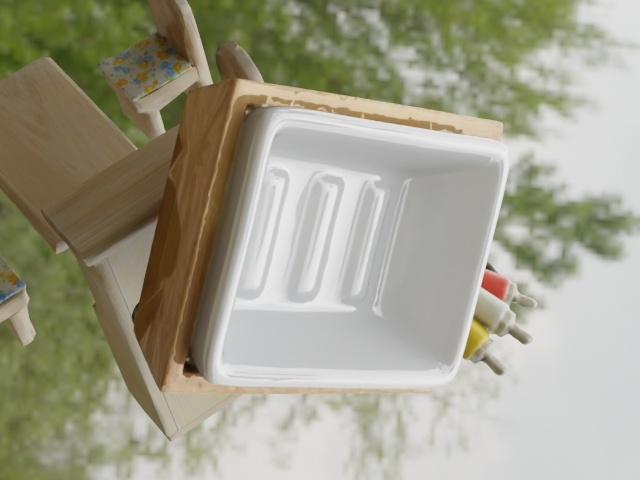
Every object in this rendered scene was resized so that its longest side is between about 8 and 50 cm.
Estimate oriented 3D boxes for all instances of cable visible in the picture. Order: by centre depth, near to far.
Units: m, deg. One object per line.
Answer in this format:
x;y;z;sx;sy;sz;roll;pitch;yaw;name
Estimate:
0.077;0.015;1.743;0.072;0.287;0.139;-53;-176;44;cable

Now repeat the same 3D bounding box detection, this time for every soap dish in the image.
0.000;0.000;1.387;0.118;0.291;0.229;22;-78;44;soap dish

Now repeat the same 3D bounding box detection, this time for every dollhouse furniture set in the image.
-0.199;-0.057;1.586;0.394;0.362;0.256;44;-20;38;dollhouse furniture set
